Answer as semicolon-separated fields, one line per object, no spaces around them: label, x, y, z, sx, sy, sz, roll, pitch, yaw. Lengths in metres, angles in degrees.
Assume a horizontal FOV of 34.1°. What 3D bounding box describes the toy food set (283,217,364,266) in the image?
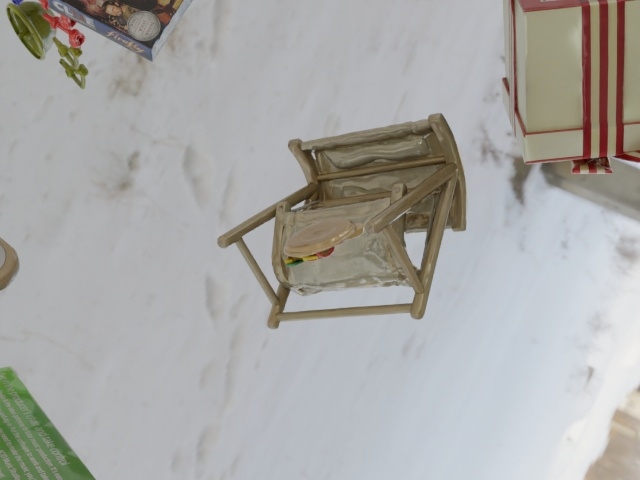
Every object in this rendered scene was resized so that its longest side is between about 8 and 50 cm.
toy food set;0.000;0.000;1.089;0.083;0.082;0.020;-47;122;-54

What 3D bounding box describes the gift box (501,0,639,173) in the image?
gift box;0.401;-0.245;1.478;0.255;0.276;0.258;-79;165;-59

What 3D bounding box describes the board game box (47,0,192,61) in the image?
board game box;-0.242;-0.386;1.441;0.243;0.165;0.042;-62;177;-18

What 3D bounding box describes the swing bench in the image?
swing bench;0.045;-0.027;1.420;0.165;0.253;0.255;61;41;-28

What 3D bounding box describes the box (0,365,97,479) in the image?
box;-0.341;0.184;0.738;0.322;0.232;0.059;-9;111;-30

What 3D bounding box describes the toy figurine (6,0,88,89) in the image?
toy figurine;-0.392;-0.432;1.631;0.217;0.191;0.362;-54;170;-18

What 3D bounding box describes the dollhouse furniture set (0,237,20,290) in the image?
dollhouse furniture set;-0.342;-0.025;0.611;0.303;0.173;0.356;-47;160;-28
